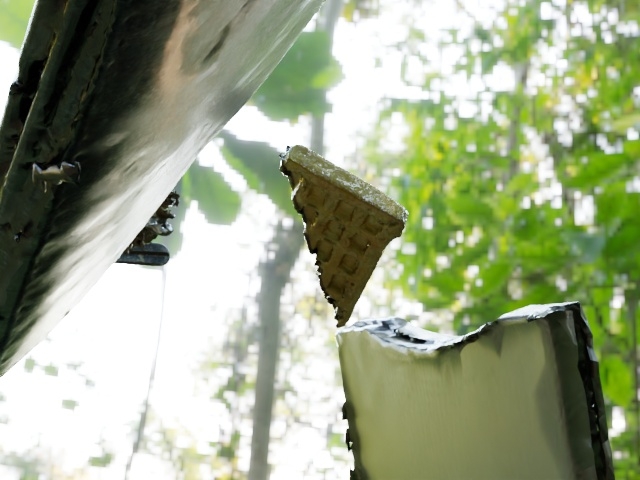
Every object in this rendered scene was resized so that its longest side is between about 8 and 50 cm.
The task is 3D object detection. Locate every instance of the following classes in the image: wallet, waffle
[{"bbox_3d":[-0.017,-0.089,0.382,0.046,0.190,0.379,41,-33,0],"label":"wallet"},{"bbox_3d":[0.000,0.000,0.996,0.097,0.023,0.152,28,-36,3],"label":"waffle"}]

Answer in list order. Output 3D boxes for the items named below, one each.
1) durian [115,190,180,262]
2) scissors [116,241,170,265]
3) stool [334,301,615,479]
[{"bbox_3d":[-0.096,-0.033,0.624,0.080,0.091,0.080,18,-4,1],"label":"durian"},{"bbox_3d":[-0.278,-0.001,1.141,0.317,0.160,0.024,7,-44,-18],"label":"scissors"},{"bbox_3d":[0.158,0.137,0.400,0.244,0.269,0.170,-7,-4,-16],"label":"stool"}]
